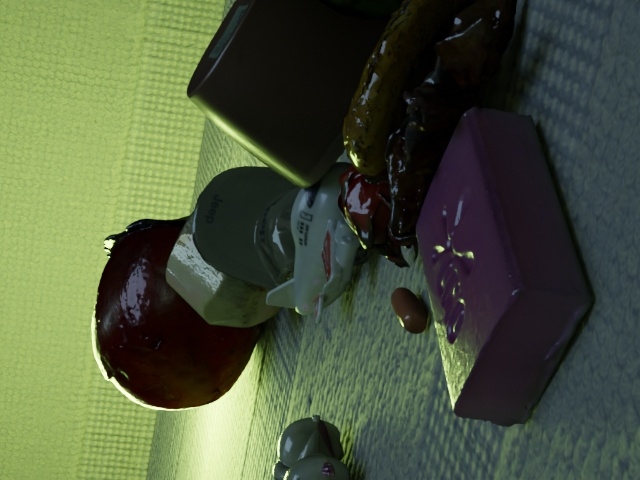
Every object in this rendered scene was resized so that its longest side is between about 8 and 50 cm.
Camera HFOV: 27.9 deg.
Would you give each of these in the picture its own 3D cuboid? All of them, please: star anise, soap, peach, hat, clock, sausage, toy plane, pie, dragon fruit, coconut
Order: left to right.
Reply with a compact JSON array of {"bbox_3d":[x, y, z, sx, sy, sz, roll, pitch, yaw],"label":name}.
[{"bbox_3d":[-0.267,0.127,2.518,0.353,0.339,0.417,-123,41,-59],"label":"peach"},{"bbox_3d":[-0.158,0.030,2.253,0.241,0.241,0.241,-173,90,-77],"label":"coconut"},{"bbox_3d":[-0.090,-0.030,2.082,0.149,0.244,0.214,98,-175,-79],"label":"hat"},{"bbox_3d":[-0.011,0.332,1.780,0.231,0.103,0.144,-113,35,-62],"label":"clock"},{"bbox_3d":[0.004,0.000,1.878,0.252,0.118,0.252,-171,90,-75],"label":"toy plane"},{"bbox_3d":[0.083,-0.046,1.583,0.121,0.130,0.142,-26,48,34],"label":"dragon fruit"},{"bbox_3d":[0.097,-0.197,1.470,0.273,0.069,0.273,-62,-4,-8],"label":"pie"},{"bbox_3d":[0.107,0.084,1.557,0.083,0.034,0.034,-113,33,-65],"label":"sausage"},{"bbox_3d":[0.135,-0.143,1.364,0.288,0.088,0.288,-60,-8,-14],"label":"star anise"},{"bbox_3d":[0.166,0.022,1.231,0.259,0.081,0.181,-96,19,-45],"label":"soap"}]

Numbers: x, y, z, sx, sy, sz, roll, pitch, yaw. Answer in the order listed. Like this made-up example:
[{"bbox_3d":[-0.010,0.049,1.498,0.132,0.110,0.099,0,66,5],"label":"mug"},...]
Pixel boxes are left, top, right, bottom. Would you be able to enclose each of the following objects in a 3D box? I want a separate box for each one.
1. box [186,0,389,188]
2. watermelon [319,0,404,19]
[{"bbox_3d":[-0.045,-0.242,1.818,0.301,0.216,0.301,-52,17,24],"label":"box"},{"bbox_3d":[0.068,-0.382,1.525,0.242,0.242,0.242,-173,90,-77],"label":"watermelon"}]
